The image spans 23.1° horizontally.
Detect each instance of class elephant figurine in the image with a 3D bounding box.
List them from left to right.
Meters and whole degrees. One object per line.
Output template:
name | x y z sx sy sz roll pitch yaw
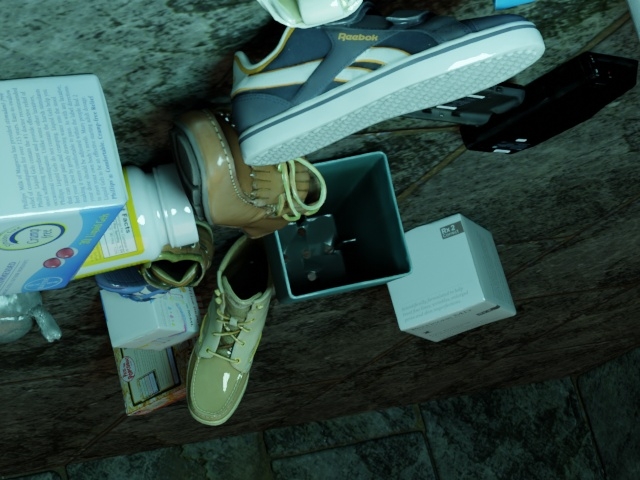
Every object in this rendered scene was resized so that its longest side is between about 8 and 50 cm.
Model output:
elephant figurine | -0.469 0.069 1.862 0.239 0.169 0.186 -6 168 -44

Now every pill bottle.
pill bottle | -0.255 -0.022 1.844 0.209 0.119 0.119 -13 165 -5

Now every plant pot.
plant pot | 0.000 0.000 2.098 0.166 0.165 0.234 -11 172 -13

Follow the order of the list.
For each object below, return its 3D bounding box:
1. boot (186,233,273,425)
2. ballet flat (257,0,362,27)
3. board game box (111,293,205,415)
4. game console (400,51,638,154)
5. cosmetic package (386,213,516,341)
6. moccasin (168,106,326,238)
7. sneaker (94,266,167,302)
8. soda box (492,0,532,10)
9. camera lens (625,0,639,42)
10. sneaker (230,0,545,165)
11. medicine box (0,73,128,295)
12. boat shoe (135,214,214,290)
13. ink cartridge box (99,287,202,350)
boot | -0.129 0.127 2.280 0.095 0.262 0.203 20 160 0
ballet flat | -0.024 -0.243 1.250 0.139 0.139 0.400 -17 165 8
board game box | -0.255 0.187 2.538 0.193 0.146 0.045 -27 161 39
game console | 0.219 -0.174 1.900 0.361 0.044 0.213 1 157 -47
cosmetic package | 0.204 0.063 2.517 0.151 0.151 0.184 -21 163 19
moccasin | -0.070 -0.078 1.782 0.147 0.139 0.380 -20 164 9
sneaker | -0.267 0.063 2.235 0.144 0.053 0.059 3 138 -45
soda box | 0.183 -0.285 1.405 0.067 0.071 0.210 -15 165 0
camera lens | 0.437 -0.199 1.566 0.219 0.274 0.219 -14 165 -4
sneaker | 0.053 -0.182 1.536 0.321 0.127 0.126 -18 168 16
medicine box | -0.379 -0.041 1.600 0.289 0.149 0.263 -8 164 -26
boat shoe | -0.203 0.018 2.060 0.111 0.104 0.307 -17 165 6
ink cartridge box | -0.249 0.109 2.370 0.090 0.092 0.143 -23 164 25
